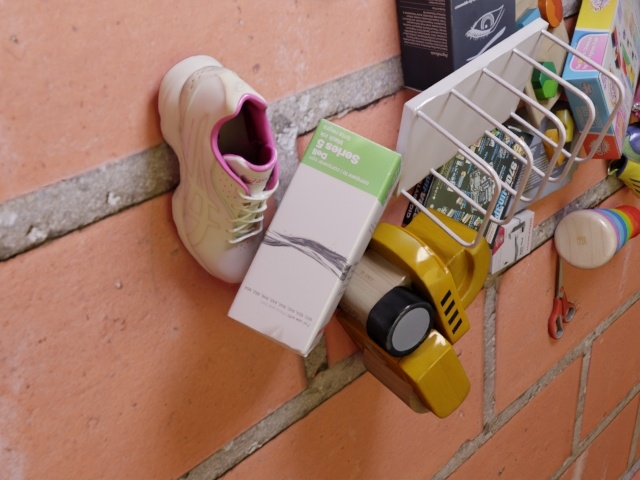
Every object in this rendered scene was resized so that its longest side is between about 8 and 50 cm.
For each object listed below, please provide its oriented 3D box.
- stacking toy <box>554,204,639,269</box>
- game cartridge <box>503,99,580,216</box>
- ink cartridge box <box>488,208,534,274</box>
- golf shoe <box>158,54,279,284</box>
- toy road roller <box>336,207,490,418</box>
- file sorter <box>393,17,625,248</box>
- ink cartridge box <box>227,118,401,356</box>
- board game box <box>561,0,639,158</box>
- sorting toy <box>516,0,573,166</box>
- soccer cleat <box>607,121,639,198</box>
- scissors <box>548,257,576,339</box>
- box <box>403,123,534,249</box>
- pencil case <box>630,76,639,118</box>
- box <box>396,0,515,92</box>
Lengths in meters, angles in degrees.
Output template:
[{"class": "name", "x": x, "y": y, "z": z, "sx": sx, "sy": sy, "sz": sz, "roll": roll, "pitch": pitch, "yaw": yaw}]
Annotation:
[{"class": "stacking toy", "x": 0.702, "y": -0.030, "z": 1.630, "sx": 0.330, "sy": 0.141, "sz": 0.141, "roll": -17, "pitch": 121, "yaw": -46}, {"class": "game cartridge", "x": 0.427, "y": -0.173, "z": 1.336, "sx": 0.297, "sy": 0.062, "sz": 0.198, "roll": -24, "pitch": 121, "yaw": -35}, {"class": "ink cartridge box", "x": 0.372, "y": -0.004, "z": 1.360, "sx": 0.135, "sy": 0.056, "sz": 0.099, "roll": -24, "pitch": 124, "yaw": -34}, {"class": "golf shoe", "x": -0.109, "y": -0.061, "z": 0.805, "sx": 0.115, "sy": 0.140, "sz": 0.306, "roll": -31, "pitch": 130, "yaw": -31}, {"class": "toy road roller", "x": 0.163, "y": 0.102, "z": 1.081, "sx": 0.241, "sy": 0.202, "sz": 0.329, "roll": -41, "pitch": 133, "yaw": -13}, {"class": "file sorter", "x": 0.266, "y": -0.147, "z": 0.968, "sx": 0.278, "sy": 0.173, "sz": 0.192, "roll": -35, "pitch": 154, "yaw": -21}, {"class": "ink cartridge box", "x": 0.000, "y": 0.000, "z": 0.893, "sx": 0.272, "sy": 0.115, "sz": 0.198, "roll": -64, "pitch": 174, "yaw": 0}, {"class": "board game box", "x": 0.557, "y": -0.355, "z": 1.294, "sx": 0.242, "sy": 0.064, "sz": 0.316, "roll": 47, "pitch": 57, "yaw": -45}, {"class": "sorting toy", "x": 0.409, "y": -0.300, "z": 1.179, "sx": 0.229, "sy": 0.041, "sz": 0.307, "roll": -51, "pitch": 125, "yaw": -35}, {"class": "soccer cleat", "x": 0.769, "y": -0.184, "z": 1.658, "sx": 0.121, "sy": 0.093, "sz": 0.289, "roll": -31, "pitch": 141, "yaw": 10}, {"class": "scissors", "x": 0.600, "y": 0.142, "z": 1.680, "sx": 0.109, "sy": 0.021, "sz": 0.297, "roll": -45, "pitch": 136, "yaw": -17}, {"class": "box", "x": 0.259, "y": -0.108, "z": 1.166, "sx": 0.175, "sy": 0.051, "sz": 0.220, "roll": 13, "pitch": 100, "yaw": -27}, {"class": "pencil case", "x": 0.771, "y": -0.417, "z": 1.406, "sx": 0.386, "sy": 0.160, "sz": 0.167, "roll": 84, "pitch": 25, "yaw": -51}, {"class": "box", "x": 0.204, "y": -0.338, "z": 0.994, "sx": 0.153, "sy": 0.108, "sz": 0.207, "roll": -31, "pitch": 129, "yaw": -29}]
